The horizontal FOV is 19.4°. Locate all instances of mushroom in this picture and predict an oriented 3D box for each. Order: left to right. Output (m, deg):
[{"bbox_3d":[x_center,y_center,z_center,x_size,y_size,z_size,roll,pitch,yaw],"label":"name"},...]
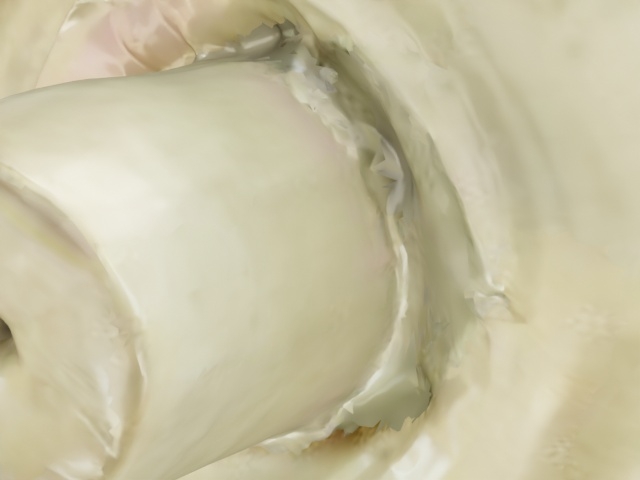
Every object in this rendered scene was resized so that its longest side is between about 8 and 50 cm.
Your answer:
[{"bbox_3d":[0.019,0.003,0.627,0.353,0.353,0.325,-38,113,1],"label":"mushroom"}]
